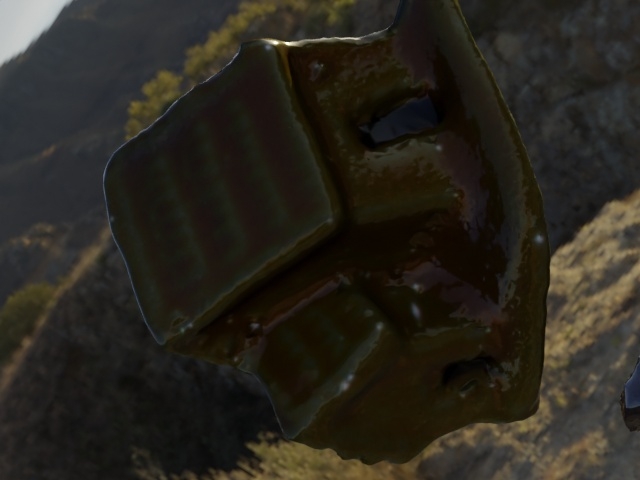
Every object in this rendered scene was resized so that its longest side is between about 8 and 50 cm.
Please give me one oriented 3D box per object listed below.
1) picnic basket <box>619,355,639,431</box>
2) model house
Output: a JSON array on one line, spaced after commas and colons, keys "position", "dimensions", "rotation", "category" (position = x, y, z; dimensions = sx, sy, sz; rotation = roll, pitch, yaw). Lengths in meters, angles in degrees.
[{"position": [0.375, 0.092, 0.738], "dimensions": [0.222, 0.297, 0.129], "rotation": [102, 154, -44], "category": "picnic basket"}, {"position": [0.005, 0.007, 0.672], "dimensions": [0.239, 0.268, 0.173], "rotation": [-16, -16, -20], "category": "model house"}]
